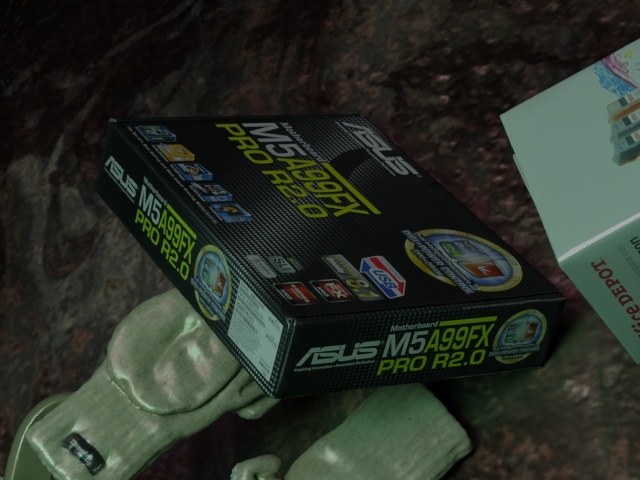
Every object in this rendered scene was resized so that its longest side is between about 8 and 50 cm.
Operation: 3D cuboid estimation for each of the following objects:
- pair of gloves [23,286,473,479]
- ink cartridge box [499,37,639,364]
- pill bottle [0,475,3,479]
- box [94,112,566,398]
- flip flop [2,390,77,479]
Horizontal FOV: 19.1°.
[{"bbox_3d":[-0.046,0.136,1.258,0.240,0.042,0.204,37,73,12],"label":"pair of gloves"},{"bbox_3d":[0.218,-0.038,1.107,0.176,0.128,0.127,-29,46,15],"label":"ink cartridge box"},{"bbox_3d":[-0.231,0.227,1.340,0.180,0.108,0.108,-47,45,-5],"label":"pill bottle"},{"bbox_3d":[0.000,0.000,1.290,0.270,0.216,0.060,46,131,46],"label":"box"},{"bbox_3d":[-0.170,0.234,1.249,0.080,0.112,0.277,144,134,-72],"label":"flip flop"}]
